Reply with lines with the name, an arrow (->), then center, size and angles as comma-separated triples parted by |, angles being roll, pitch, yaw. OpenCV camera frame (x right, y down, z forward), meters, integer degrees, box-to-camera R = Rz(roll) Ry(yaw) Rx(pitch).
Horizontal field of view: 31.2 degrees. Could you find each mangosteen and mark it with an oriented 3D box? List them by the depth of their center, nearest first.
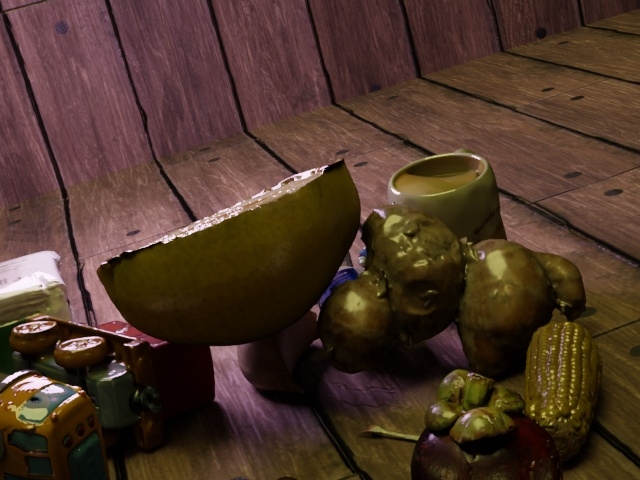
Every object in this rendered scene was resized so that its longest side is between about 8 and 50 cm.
mangosteen -> 0.173, 0.229, 1.221 | 0.166, 0.180, 0.166 | -12, 7, 1

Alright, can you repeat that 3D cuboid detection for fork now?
fork -> 0.095, 0.252, 1.488 | 0.115, 0.012, 0.016 | 2, 31, 39

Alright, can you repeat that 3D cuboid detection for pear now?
pear -> -0.107, 0.042, 1.629 | 0.386, 0.191, 0.340 | -24, 6, -21

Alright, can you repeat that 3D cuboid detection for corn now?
corn -> 0.298, 0.178, 1.418 | 0.097, 0.097, 0.262 | -8, 22, 20

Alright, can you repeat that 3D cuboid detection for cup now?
cup -> 0.199, -0.030, 1.817 | 0.173, 0.202, 0.255 | -13, 24, 2

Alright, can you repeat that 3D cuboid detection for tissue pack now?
tissue pack -> -0.603, 0.166, 2.006 | 0.356, 0.194, 0.266 | -18, 18, -12

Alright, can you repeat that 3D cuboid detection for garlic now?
garlic -> -0.078, 0.165, 1.754 | 0.115, 0.128, 0.207 | -34, 19, 21

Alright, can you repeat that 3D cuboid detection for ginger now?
ginger -> 0.186, 0.078, 1.615 | 0.375, 0.176, 0.256 | 5, 61, 1

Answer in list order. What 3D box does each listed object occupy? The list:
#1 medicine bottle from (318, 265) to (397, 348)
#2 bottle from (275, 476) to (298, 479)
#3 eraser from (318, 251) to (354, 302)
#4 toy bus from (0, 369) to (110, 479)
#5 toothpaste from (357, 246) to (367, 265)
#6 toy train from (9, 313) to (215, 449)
medicine bottle -> 0.056, 0.105, 1.797 | 0.107, 0.107, 0.191 | -17, 19, -6
bottle -> -0.020, 0.320, 1.305 | 0.060, 0.060, 0.164 | -20, 18, -13
eraser -> 0.000, 0.000, 1.982 | 0.091, 0.213, 0.046 | -14, 20, 5
toy bus -> -0.347, 0.278, 1.469 | 0.136, 0.210, 0.126 | 7, 25, 26
toothpaste -> 0.080, 0.030, 2.141 | 0.027, 0.019, 0.083 | -36, 12, 16
toy train -> -0.315, 0.202, 1.737 | 0.231, 0.163, 0.369 | -14, 14, -40
